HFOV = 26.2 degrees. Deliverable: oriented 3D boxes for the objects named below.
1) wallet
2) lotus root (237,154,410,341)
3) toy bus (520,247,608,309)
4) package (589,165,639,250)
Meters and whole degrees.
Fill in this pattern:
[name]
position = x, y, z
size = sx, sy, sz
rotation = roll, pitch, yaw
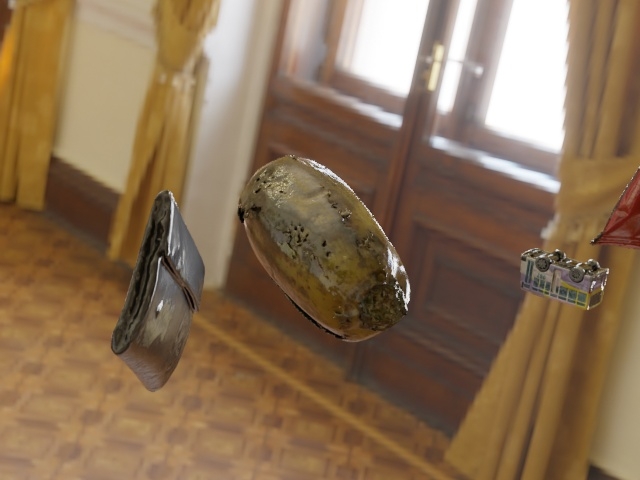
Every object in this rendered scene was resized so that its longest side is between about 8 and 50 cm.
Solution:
[wallet]
position = -0.166, 0.065, 1.474
size = 0.044, 0.170, 0.321
rotation = 18, -13, 3
[lotus root]
position = 0.000, 0.000, 2.022
size = 0.179, 0.195, 0.397
rotation = -25, 38, -15
[toy bus]
position = 0.301, 0.048, 1.718
size = 0.102, 0.058, 0.052
rotation = 18, 21, 33
[package]
position = 0.278, -0.072, 1.034
size = 0.083, 0.200, 0.022
rotation = 3, 36, -36
